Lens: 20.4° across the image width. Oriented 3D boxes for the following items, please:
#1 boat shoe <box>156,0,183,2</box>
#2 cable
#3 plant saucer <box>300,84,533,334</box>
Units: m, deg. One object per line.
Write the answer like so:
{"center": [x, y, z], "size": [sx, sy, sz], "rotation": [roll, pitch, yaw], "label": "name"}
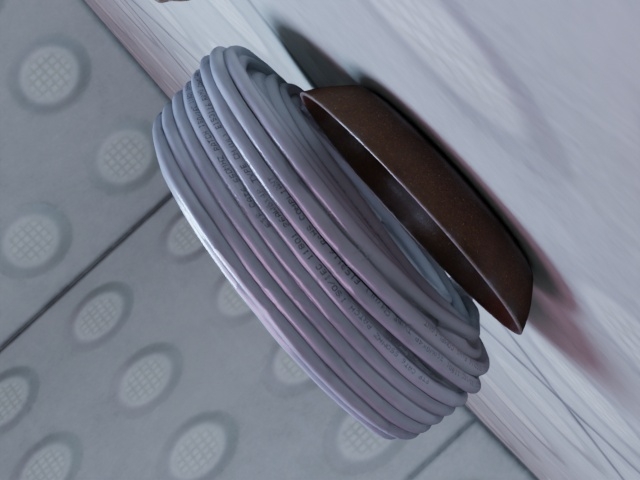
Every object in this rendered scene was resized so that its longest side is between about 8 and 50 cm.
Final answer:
{"center": [-0.143, -0.194, 0.663], "size": [0.121, 0.110, 0.341], "rotation": [45, 177, 44], "label": "boat shoe"}
{"center": [0.000, 0.000, 1.057], "size": [0.257, 0.089, 0.257], "rotation": [50, -172, -17], "label": "cable"}
{"center": [0.055, -0.022, 0.919], "size": [0.168, 0.029, 0.168], "rotation": [48, 177, 3], "label": "plant saucer"}
